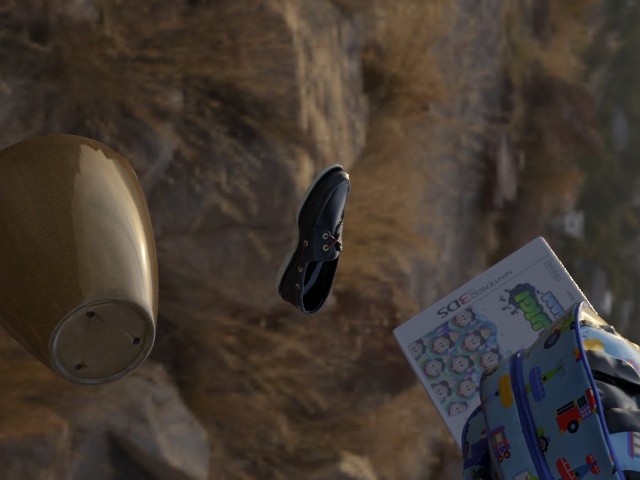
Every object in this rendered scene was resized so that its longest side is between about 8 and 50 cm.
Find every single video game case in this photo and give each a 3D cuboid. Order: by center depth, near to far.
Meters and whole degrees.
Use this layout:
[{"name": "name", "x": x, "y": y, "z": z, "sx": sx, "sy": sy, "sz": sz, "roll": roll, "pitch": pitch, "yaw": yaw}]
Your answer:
[{"name": "video game case", "x": 0.149, "y": 0.091, "z": 1.091, "sx": 0.157, "sy": 0.143, "sz": 0.019, "roll": 60, "pitch": 5, "yaw": 37}]

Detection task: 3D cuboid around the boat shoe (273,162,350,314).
[{"name": "boat shoe", "x": 0.001, "y": 0.000, "z": 1.147, "sx": 0.049, "sy": 0.042, "sz": 0.133, "roll": -14, "pitch": 133, "yaw": -44}]

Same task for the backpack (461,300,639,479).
[{"name": "backpack", "x": 0.130, "y": 0.121, "z": 0.695, "sx": 0.173, "sy": 0.117, "sz": 0.158, "roll": 47, "pitch": 27, "yaw": -50}]

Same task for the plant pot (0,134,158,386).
[{"name": "plant pot", "x": -0.277, "y": 0.041, "z": 1.607, "sx": 0.254, "sy": 0.237, "sz": 0.237, "roll": 53, "pitch": -10, "yaw": 50}]
